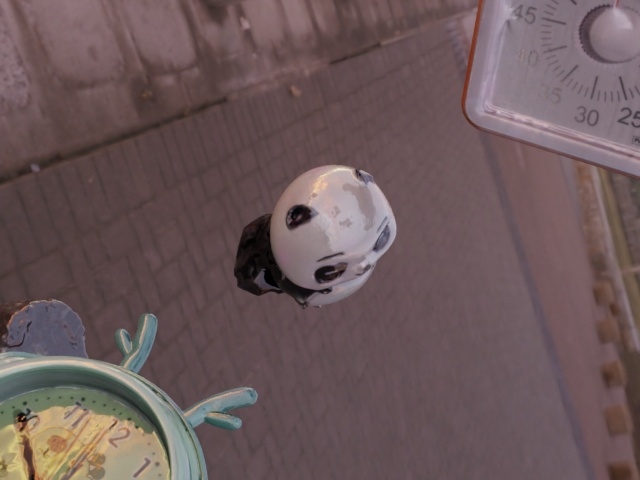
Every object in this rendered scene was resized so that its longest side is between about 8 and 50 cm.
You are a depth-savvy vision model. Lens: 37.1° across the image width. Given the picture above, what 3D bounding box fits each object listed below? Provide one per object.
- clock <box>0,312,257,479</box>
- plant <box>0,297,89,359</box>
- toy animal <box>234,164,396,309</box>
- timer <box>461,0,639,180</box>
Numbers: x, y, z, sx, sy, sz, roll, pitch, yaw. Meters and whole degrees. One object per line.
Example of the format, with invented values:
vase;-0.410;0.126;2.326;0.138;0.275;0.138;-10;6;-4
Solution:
clock;-0.127;0.128;0.460;0.211;0.159;0.066;-42;153;-27
plant;-0.493;0.184;1.532;0.204;0.234;0.178;-8;89;-48
toy animal;0.000;0.000;1.061;0.138;0.166;0.179;53;-24;4
timer;0.288;-0.215;0.915;0.161;0.257;0.250;-50;151;-36
